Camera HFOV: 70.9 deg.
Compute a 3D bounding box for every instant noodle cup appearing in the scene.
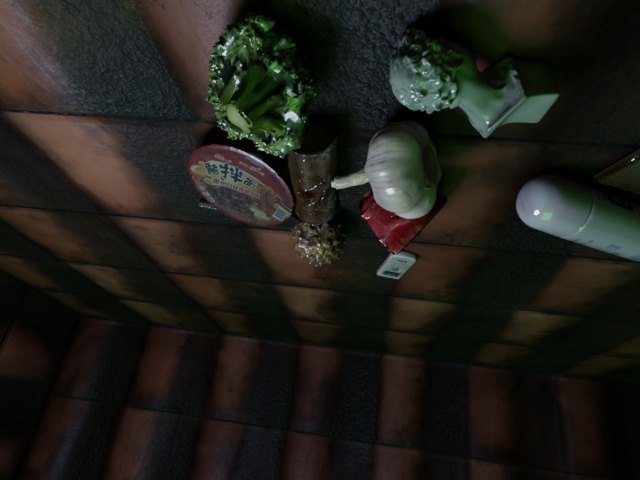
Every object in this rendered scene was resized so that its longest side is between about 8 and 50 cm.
[{"bbox_3d":[-0.176,-0.153,1.089,0.274,0.090,0.274,16,145,11],"label":"instant noodle cup"}]

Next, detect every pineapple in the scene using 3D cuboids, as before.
[{"bbox_3d":[0.000,0.000,1.306,0.166,0.166,0.193,4,160,10],"label":"pineapple"}]

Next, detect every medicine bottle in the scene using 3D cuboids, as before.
[{"bbox_3d":[0.607,-0.054,1.021,0.341,0.130,0.130,15,153,-12],"label":"medicine bottle"}]

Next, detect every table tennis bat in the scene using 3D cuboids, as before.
[{"bbox_3d":[-0.213,-0.080,1.330,0.301,0.022,0.173,10,165,7],"label":"table tennis bat"}]

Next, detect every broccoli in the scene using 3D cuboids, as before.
[{"bbox_3d":[-0.102,-0.264,0.780,0.198,0.176,0.226,16,171,4],"label":"broccoli"}]

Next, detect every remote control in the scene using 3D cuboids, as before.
[{"bbox_3d":[0.257,0.084,1.527,0.088,0.029,0.190,12,153,-6],"label":"remote control"}]

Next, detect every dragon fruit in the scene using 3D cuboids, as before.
[{"bbox_3d":[0.207,-0.075,1.069,0.189,0.162,0.262,-21,-177,28],"label":"dragon fruit"}]

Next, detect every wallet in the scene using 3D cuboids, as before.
[{"bbox_3d":[0.680,-0.168,0.875,0.133,0.039,0.243,9,154,-14],"label":"wallet"}]

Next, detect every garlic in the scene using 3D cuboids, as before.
[{"bbox_3d":[0.128,-0.133,0.937,0.226,0.199,0.199,-11,148,31],"label":"garlic"}]

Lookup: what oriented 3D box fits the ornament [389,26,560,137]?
[{"bbox_3d":[0.247,-0.250,0.743,0.285,0.130,0.120,14,149,-12],"label":"ornament"}]

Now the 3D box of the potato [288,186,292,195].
[{"bbox_3d":[-0.112,-0.118,1.197,0.066,0.096,0.103,53,136,4],"label":"potato"}]

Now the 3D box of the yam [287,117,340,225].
[{"bbox_3d":[-0.015,-0.154,1.030,0.131,0.131,0.279,6,152,6],"label":"yam"}]
